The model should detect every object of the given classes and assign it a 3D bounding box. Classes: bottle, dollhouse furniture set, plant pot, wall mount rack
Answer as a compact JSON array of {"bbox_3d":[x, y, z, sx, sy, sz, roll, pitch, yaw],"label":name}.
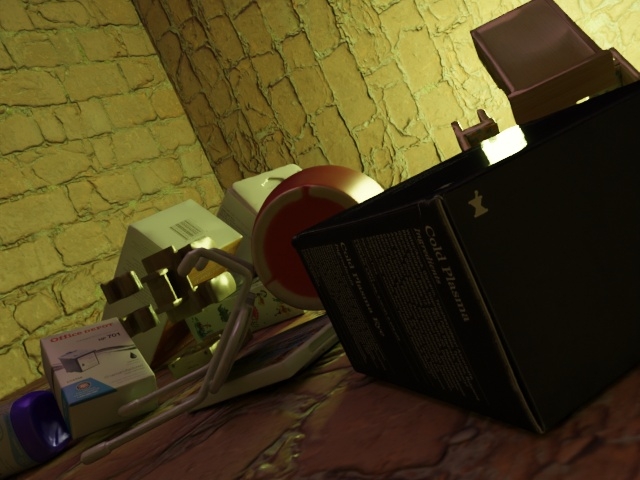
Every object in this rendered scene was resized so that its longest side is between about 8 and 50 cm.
[{"bbox_3d":[-0.569,0.354,1.017,0.283,0.118,0.092,-23,4,14],"label":"bottle"},{"bbox_3d":[-0.255,0.128,1.159,0.212,0.242,0.161,-24,4,18],"label":"dollhouse furniture set"},{"bbox_3d":[0.000,0.000,1.012,0.275,0.275,0.243,-25,2,7],"label":"plant pot"},{"bbox_3d":[0.461,-0.234,1.177,0.362,0.394,0.256,-24,43,14],"label":"dollhouse furniture set"},{"bbox_3d":[-0.191,0.160,0.845,0.350,0.130,0.304,172,122,-84],"label":"wall mount rack"}]

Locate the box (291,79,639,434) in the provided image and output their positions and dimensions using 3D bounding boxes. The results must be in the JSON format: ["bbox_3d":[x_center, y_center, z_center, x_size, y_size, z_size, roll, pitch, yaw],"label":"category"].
[{"bbox_3d":[0.195,-0.009,0.572,0.343,0.179,0.312,-27,4,-19],"label":"box"}]

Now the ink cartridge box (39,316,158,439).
[{"bbox_3d":[-0.380,0.227,1.009,0.140,0.082,0.191,-15,35,-32],"label":"ink cartridge box"}]

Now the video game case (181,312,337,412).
[{"bbox_3d":[-0.067,0.171,0.876,0.227,0.026,0.206,-28,2,37],"label":"video game case"}]

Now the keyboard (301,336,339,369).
[{"bbox_3d":[0.021,0.141,0.918,0.072,0.014,0.256,-22,5,40],"label":"keyboard"}]

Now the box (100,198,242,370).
[{"bbox_3d":[-0.359,0.108,1.402,0.215,0.168,0.345,-37,-22,-56],"label":"box"}]

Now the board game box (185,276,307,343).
[{"bbox_3d":[-0.129,0.134,1.382,0.303,0.097,0.224,-25,4,29],"label":"board game box"}]

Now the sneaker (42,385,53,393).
[{"bbox_3d":[-0.483,0.311,1.161,0.292,0.108,0.169,-25,7,19],"label":"sneaker"}]

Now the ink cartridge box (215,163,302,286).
[{"bbox_3d":[-0.175,0.008,1.660,0.285,0.166,0.395,-30,-24,-49],"label":"ink cartridge box"}]
